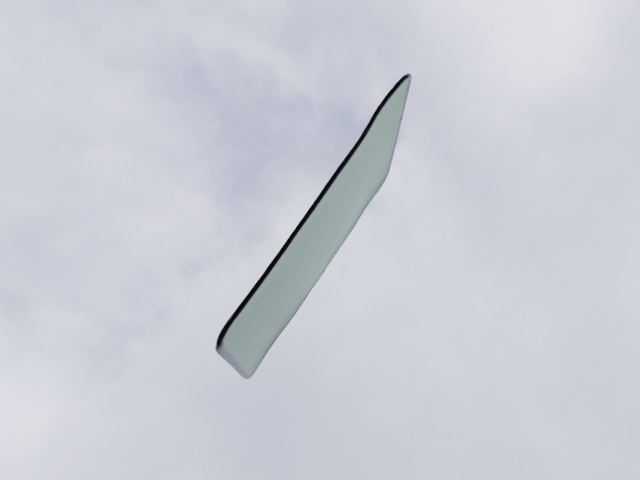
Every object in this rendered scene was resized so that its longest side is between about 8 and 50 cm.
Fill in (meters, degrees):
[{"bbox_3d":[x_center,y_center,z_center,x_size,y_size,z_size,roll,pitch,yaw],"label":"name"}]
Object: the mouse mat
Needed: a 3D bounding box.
[{"bbox_3d":[0.000,0.000,0.394,0.007,0.152,0.189,31,-106,10],"label":"mouse mat"}]
